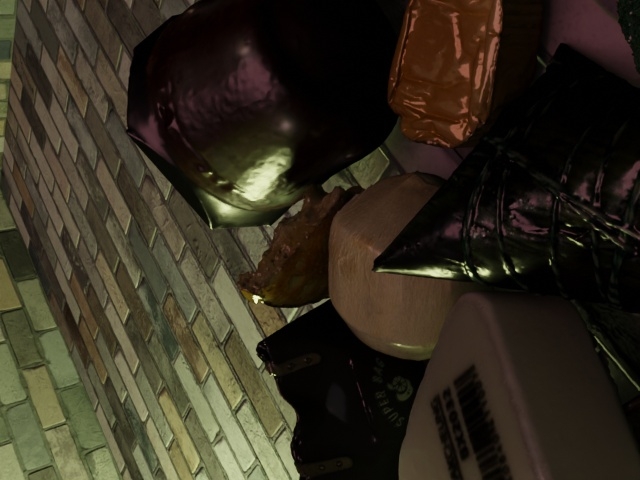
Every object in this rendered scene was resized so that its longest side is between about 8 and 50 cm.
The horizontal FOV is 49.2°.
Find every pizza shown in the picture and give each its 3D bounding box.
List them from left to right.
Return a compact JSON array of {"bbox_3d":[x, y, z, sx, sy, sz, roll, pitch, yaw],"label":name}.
[{"bbox_3d":[0.000,0.000,1.093,0.089,0.323,0.223,35,112,26],"label":"pizza"}]

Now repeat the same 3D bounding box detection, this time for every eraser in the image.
[{"bbox_3d":[0.235,0.255,0.789,0.331,0.149,0.332,-178,90,-64],"label":"eraser"}]

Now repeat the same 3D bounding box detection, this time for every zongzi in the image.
[{"bbox_3d":[0.244,-0.019,0.746,0.362,0.319,0.383,-41,46,5],"label":"zongzi"}]

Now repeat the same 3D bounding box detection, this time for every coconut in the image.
[{"bbox_3d":[0.133,0.020,0.975,0.245,0.244,0.248,34,126,42],"label":"coconut"}]

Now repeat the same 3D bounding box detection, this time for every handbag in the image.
[{"bbox_3d":[0.053,0.248,1.109,0.152,0.287,0.343,-31,74,52],"label":"handbag"}]

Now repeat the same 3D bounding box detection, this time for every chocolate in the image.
[{"bbox_3d":[-0.046,-0.225,1.053,0.331,0.383,0.384,-6,95,50],"label":"chocolate"}]

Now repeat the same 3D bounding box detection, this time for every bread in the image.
[{"bbox_3d":[0.190,-0.242,0.912,0.179,0.133,0.250,28,123,44],"label":"bread"}]

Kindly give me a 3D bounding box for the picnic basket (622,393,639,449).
[{"bbox_3d":[0.407,0.286,0.790,0.223,0.129,0.297,56,137,29],"label":"picnic basket"}]

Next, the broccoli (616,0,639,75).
[{"bbox_3d":[0.385,-0.236,0.599,0.270,0.270,0.270,-41,63,14],"label":"broccoli"}]
